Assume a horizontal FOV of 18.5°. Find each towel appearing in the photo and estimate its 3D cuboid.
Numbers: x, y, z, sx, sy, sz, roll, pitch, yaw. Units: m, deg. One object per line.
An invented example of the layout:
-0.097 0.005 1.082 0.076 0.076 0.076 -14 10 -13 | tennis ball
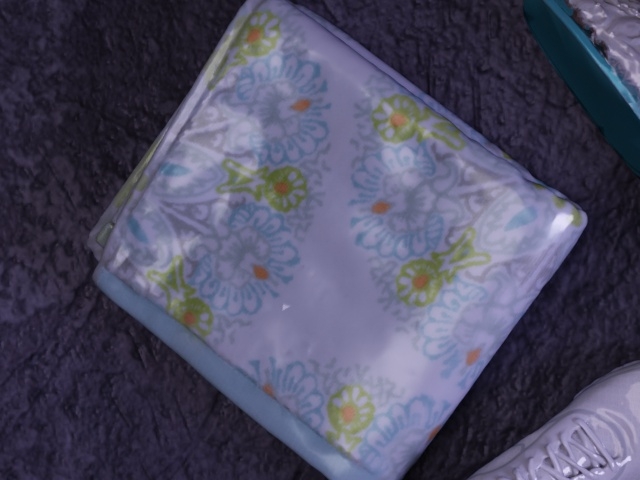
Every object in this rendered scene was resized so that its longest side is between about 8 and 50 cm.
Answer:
0.000 0.000 1.744 0.374 0.090 0.320 38 103 18 | towel

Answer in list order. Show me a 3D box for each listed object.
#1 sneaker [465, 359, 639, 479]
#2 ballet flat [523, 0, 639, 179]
0.195 0.203 1.649 0.292 0.118 0.110 -40 74 15 | sneaker
0.322 -0.074 1.612 0.147 0.147 0.409 -36 80 18 | ballet flat
